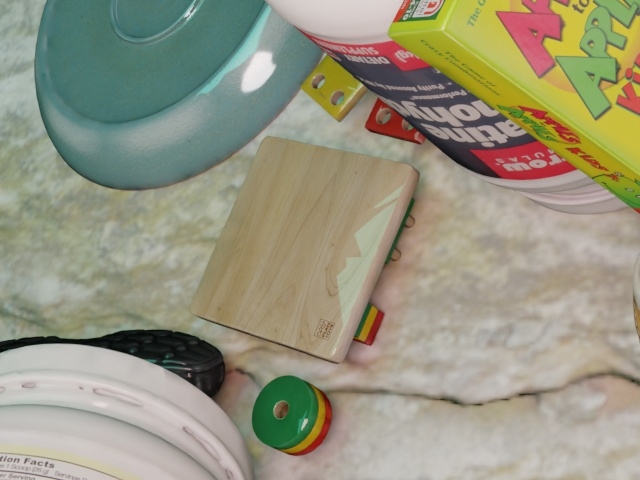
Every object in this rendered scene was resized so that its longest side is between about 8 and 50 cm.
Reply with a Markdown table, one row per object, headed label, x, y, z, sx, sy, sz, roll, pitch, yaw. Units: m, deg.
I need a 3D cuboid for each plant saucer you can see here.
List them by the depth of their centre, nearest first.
| label | x | y | z | sx | sy | sz | roll | pitch | yaw |
| --- | --- | --- | --- | --- | --- | --- | --- | --- | --- |
| plant saucer | -0.116 | -0.192 | 1.127 | 0.318 | 0.044 | 0.317 | -18 | 58 | 30 |

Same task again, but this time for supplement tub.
| label | x | y | z | sx | sy | sz | roll | pitch | yaw |
| --- | --- | --- | --- | --- | --- | --- | --- | --- | --- |
| supplement tub | -0.160 | 0.237 | 0.762 | 0.235 | 0.235 | 0.324 | -23 | 32 | 27 |
| supplement tub | 0.103 | -0.142 | 0.779 | 0.191 | 0.272 | 0.191 | -17 | 58 | 30 |

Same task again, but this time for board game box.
| label | x | y | z | sx | sy | sz | roll | pitch | yaw |
| --- | --- | --- | --- | --- | --- | --- | --- | --- | --- |
| board game box | 0.125 | -0.083 | 0.627 | 0.043 | 0.181 | 0.092 | 11 | 73 | 60 |

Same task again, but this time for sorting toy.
| label | x | y | z | sx | sy | sz | roll | pitch | yaw |
| --- | --- | --- | --- | --- | --- | --- | --- | --- | --- |
| sorting toy | 0.000 | 0.000 | 0.937 | 0.132 | 0.046 | 0.274 | 14 | 77 | 41 |

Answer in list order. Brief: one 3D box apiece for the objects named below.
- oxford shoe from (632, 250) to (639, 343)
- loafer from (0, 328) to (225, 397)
| label | x | y | z | sx | sy | sz | roll | pitch | yaw |
| --- | --- | --- | --- | --- | --- | --- | --- | --- | --- |
| oxford shoe | 0.301 | -0.093 | 0.693 | 0.169 | 0.130 | 0.449 | 34 | 90 | 35 |
| loafer | -0.158 | 0.106 | 0.994 | 0.223 | 0.076 | 0.078 | -6 | 100 | 32 |
